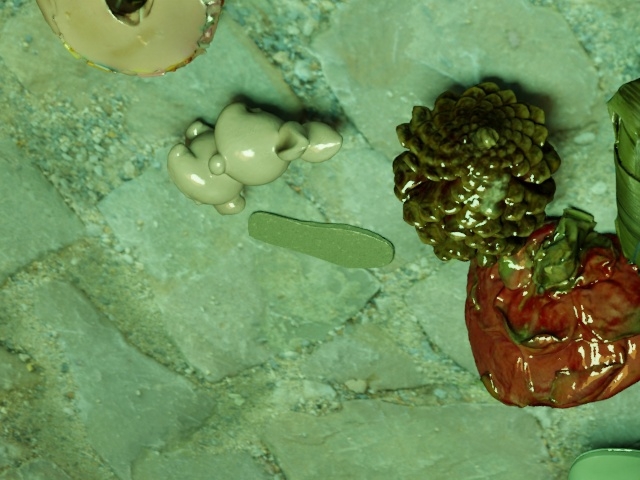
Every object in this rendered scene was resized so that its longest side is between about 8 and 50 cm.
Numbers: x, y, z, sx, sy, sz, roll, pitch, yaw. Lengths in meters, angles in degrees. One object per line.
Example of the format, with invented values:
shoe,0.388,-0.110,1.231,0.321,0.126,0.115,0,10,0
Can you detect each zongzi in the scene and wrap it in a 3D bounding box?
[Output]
zongzi,0.424,-0.008,1.576,0.300,0.138,0.286,49,163,39

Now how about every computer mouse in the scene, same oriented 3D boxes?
computer mouse,0.407,0.370,1.996,0.159,0.097,0.288,-2,136,19

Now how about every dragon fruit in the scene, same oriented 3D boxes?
dragon fruit,0.273,0.090,1.798,0.317,0.152,0.205,-23,114,32

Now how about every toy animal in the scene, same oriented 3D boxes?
toy animal,-0.074,-0.117,1.797,0.212,0.124,0.124,-23,115,32

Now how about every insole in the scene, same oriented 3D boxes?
insole,0.000,0.000,1.917,0.192,0.010,0.063,14,128,11

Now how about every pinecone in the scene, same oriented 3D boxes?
pinecone,0.170,-0.061,1.708,0.185,0.169,0.212,12,128,8

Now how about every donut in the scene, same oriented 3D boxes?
donut,-0.212,-0.284,1.733,0.233,0.085,0.199,4,126,16
